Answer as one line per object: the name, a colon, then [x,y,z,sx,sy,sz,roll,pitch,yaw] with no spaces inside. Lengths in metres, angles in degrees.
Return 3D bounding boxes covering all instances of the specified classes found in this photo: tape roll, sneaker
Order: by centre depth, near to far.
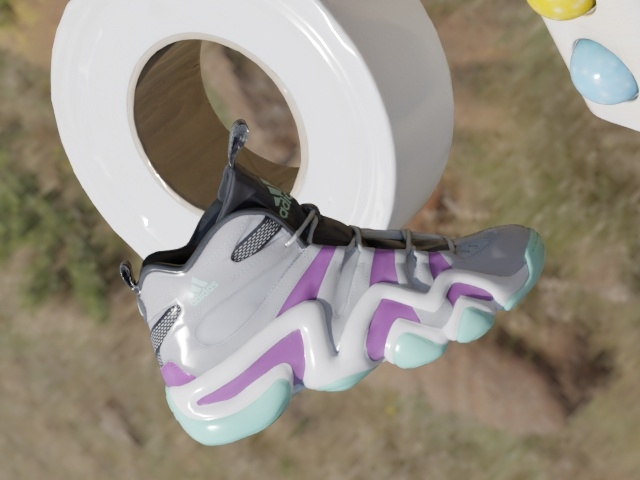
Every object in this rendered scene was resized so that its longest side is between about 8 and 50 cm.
sneaker: [0.000,0.000,0.453,0.038,0.098,0.069,-133,19,-77]
tape roll: [-0.051,-0.098,1.369,0.286,0.100,0.286,16,124,25]

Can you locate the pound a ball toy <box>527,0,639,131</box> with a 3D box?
pound a ball toy: [0.199,-0.204,1.217,0.208,0.136,0.319,25,156,49]
